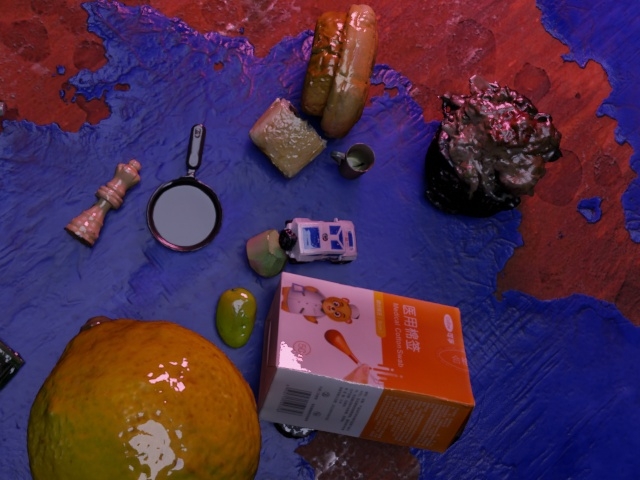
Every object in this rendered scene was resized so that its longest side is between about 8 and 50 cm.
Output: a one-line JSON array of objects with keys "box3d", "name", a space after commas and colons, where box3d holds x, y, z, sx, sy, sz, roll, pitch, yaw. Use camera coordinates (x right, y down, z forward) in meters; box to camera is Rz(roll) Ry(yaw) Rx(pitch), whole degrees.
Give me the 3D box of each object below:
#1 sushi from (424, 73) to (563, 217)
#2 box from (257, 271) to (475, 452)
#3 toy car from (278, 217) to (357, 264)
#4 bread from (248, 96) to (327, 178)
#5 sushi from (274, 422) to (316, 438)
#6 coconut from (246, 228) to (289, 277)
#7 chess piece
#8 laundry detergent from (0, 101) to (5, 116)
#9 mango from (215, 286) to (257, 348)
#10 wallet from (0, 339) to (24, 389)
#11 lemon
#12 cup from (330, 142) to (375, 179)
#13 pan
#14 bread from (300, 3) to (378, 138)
[{"box3d": [0.312, -0.168, 1.483, 0.239, 0.219, 0.225, 22, 74, -9], "name": "sushi"}, {"box3d": [0.077, 0.206, 1.367, 0.341, 0.143, 0.225, 13, 41, -10], "name": "box"}, {"box3d": [0.000, 0.000, 1.441, 0.171, 0.070, 0.080, 2, 80, -41], "name": "toy car"}, {"box3d": [-0.063, -0.189, 1.476, 0.106, 0.082, 0.125, -42, 102, 12], "name": "bread"}, {"box3d": [-0.034, 0.304, 1.409, 0.094, 0.084, 0.098, -40, 86, -16], "name": "sushi"}, {"box3d": [-0.096, 0.026, 1.442, 0.081, 0.083, 0.082, -30, 103, 24], "name": "coconut"}, {"box3d": [-0.374, -0.072, 1.411, 0.060, 0.060, 0.172, 35, 74, -5], "name": "chess piece"}, {"box3d": [-0.666, -0.233, 1.354, 0.253, 0.091, 0.181, 1, 76, -11], "name": "laundry detergent"}, {"box3d": [-0.149, 0.137, 1.424, 0.073, 0.056, 0.108, -1, 85, -6], "name": "mango"}, {"box3d": [-0.626, 0.236, 1.314, 0.160, 0.055, 0.236, 44, 75, -10], "name": "wallet"}, {"box3d": [-0.270, 0.292, 1.234, 0.350, 0.350, 0.387, -18, 79, -14], "name": "lemon"}, {"box3d": [0.056, -0.142, 1.494, 0.075, 0.083, 0.054, -13, 85, -14], "name": "cup"}, {"box3d": [-0.236, -0.094, 1.454, 0.136, 0.028, 0.235, 10, 83, -11], "name": "pan"}, {"box3d": [0.036, -0.308, 1.456, 0.120, 0.198, 0.236, 12, 82, -3], "name": "bread"}]
